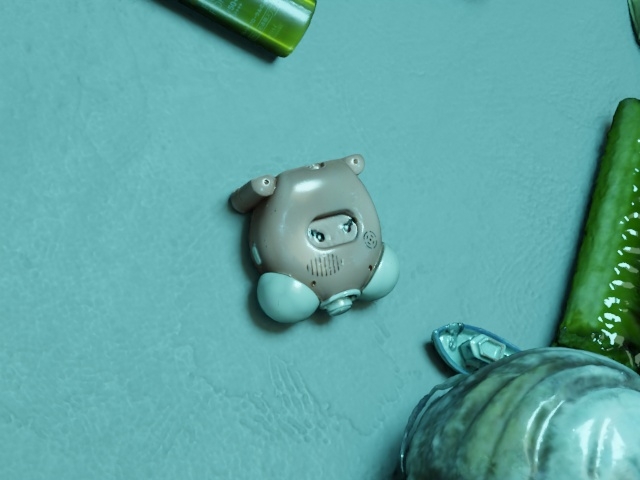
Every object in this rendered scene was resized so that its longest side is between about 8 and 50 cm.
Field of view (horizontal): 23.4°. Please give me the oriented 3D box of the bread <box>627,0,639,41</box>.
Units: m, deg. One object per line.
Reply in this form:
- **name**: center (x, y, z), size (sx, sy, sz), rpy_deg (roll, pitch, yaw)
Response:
- **bread**: center (0.497, -0.298, 1.941), size (0.209, 0.110, 0.192), rpy_deg (-12, 79, -27)

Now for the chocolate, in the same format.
- **chocolate**: center (0.255, 0.223, 1.535), size (0.303, 0.213, 0.303), rpy_deg (18, 51, -23)

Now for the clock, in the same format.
- **clock**: center (0.000, 0.000, 1.639), size (0.165, 0.092, 0.162), rpy_deg (-15, 85, -28)

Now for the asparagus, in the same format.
- **asparagus**: center (0.353, 0.021, 1.783), size (0.128, 0.108, 0.382), rpy_deg (22, 66, -9)

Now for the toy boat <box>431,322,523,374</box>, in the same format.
- **toy boat**: center (0.183, 0.128, 1.698), size (0.140, 0.066, 0.059), rpy_deg (26, 70, -15)

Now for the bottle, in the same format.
- **bottle**: center (-0.143, -0.297, 1.664), size (0.286, 0.082, 0.082), rpy_deg (27, 66, -15)
